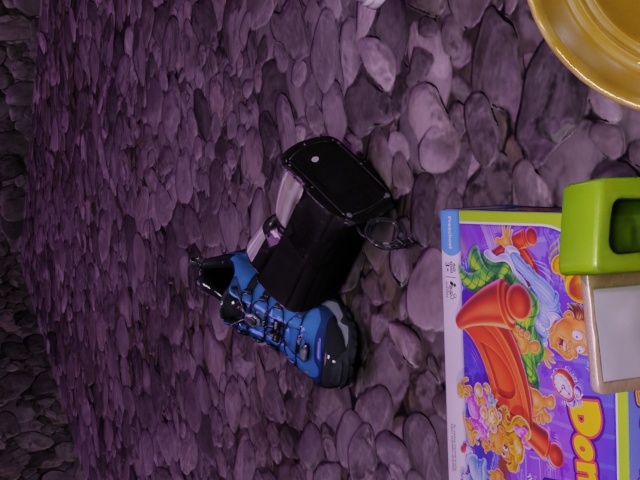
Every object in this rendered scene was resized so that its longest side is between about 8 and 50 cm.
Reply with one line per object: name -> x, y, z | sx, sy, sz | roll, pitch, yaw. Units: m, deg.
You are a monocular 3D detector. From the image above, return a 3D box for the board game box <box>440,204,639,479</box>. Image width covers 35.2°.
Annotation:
board game box -> 0.200, 0.146, 0.834 | 0.233, 0.078, 0.347 | 4, 97, 63

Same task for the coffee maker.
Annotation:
coffee maker -> 0.000, 0.000, 1.165 | 0.171, 0.120, 0.178 | 65, 147, 34

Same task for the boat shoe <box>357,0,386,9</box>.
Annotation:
boat shoe -> 0.049, -0.391, 0.988 | 0.118, 0.103, 0.321 | -126, 42, -78

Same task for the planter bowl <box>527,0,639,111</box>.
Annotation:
planter bowl -> 0.245, -0.193, 0.643 | 0.217, 0.090, 0.217 | 11, 114, 25

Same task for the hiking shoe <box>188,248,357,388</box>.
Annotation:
hiking shoe -> -0.061, 0.103, 1.285 | 0.304, 0.132, 0.113 | 40, 129, 55

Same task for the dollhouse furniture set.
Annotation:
dollhouse furniture set -> 0.290, 0.027, 0.505 | 0.301, 0.197, 0.151 | -9, 84, 64
